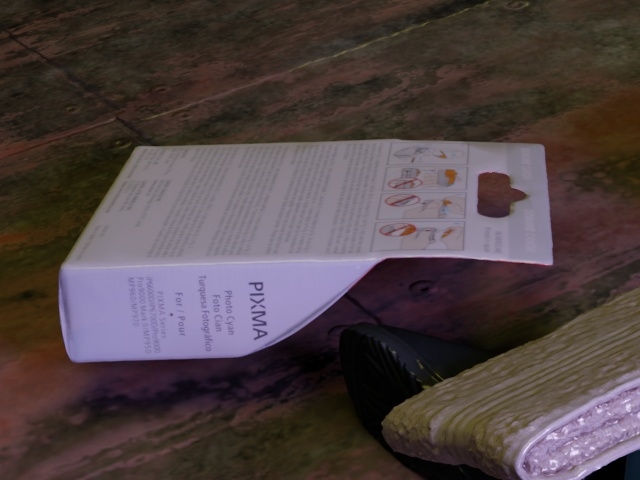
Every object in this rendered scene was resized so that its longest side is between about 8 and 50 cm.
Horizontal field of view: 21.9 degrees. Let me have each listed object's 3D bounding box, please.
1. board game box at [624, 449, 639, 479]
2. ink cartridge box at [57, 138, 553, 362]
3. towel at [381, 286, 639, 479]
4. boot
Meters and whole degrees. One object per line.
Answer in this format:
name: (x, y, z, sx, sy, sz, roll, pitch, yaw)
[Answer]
board game box: (0.380, 0.199, 1.014, 0.254, 0.079, 0.336, -10, 33, -16)
ink cartridge box: (0.000, 0.000, 1.409, 0.385, 0.091, 0.308, 0, 21, 6)
towel: (0.193, 0.084, 1.069, 0.282, 0.049, 0.187, -23, 8, -23)
boot: (0.160, 0.104, 1.233, 0.207, 0.094, 0.246, -20, 30, -29)
